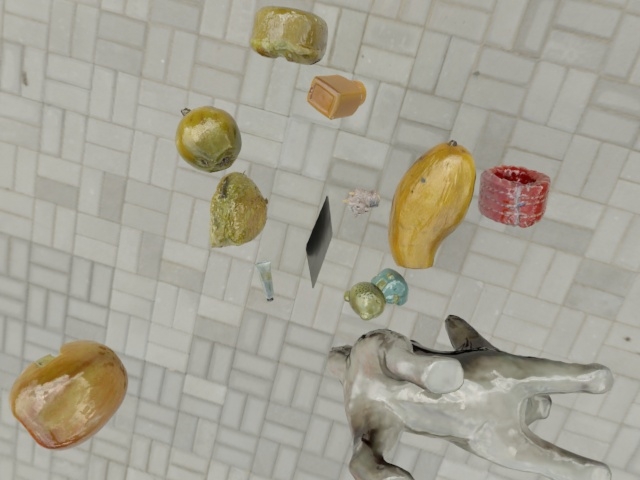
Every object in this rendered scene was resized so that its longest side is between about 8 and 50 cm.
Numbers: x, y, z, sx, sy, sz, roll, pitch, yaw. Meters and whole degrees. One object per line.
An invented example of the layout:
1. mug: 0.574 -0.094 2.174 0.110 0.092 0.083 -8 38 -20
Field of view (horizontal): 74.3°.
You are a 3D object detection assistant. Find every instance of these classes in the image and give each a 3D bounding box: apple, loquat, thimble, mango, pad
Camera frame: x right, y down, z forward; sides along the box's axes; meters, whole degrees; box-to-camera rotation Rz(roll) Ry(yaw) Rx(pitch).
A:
1. apple: -0.458 0.275 0.780 0.198 0.199 0.200 2 105 8
2. loquat: -0.377 -0.346 1.387 0.213 0.213 0.246 -44 77 16
3. thimble: 0.523 -0.127 1.149 0.162 0.190 0.125 -6 117 -7
4. mango: 0.267 -0.080 1.067 0.187 0.144 0.360 40 126 22
5. pad: 0.000 0.000 0.806 0.003 0.157 0.112 6 134 15

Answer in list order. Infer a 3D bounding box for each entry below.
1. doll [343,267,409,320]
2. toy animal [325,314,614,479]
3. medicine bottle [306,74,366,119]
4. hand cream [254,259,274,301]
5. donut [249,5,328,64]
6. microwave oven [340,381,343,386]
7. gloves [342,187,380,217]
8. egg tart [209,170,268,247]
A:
1. doll: 0.244 0.237 1.838 0.260 0.177 0.162 -26 139 -20
2. toy animal: 0.183 0.214 0.622 0.343 0.302 0.195 9 88 -15
3. medicine bottle: 0.073 -0.551 1.607 0.149 0.222 0.112 43 131 20
4. hand cream: -0.224 0.170 1.750 0.067 0.042 0.195 -11 121 -5
5. donut: -0.085 -0.560 1.157 0.208 0.261 0.128 9 114 -2
6. microwave oven: 0.197 0.525 1.578 0.178 0.247 0.188 35 86 -7
7. gloves: 0.172 -0.158 1.732 0.144 0.094 0.110 -27 133 13
8. egg tart: -0.326 -0.124 1.765 0.152 0.351 0.340 8 89 22
